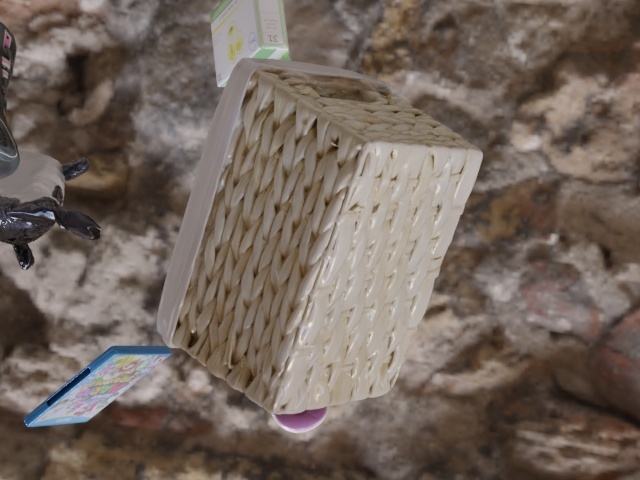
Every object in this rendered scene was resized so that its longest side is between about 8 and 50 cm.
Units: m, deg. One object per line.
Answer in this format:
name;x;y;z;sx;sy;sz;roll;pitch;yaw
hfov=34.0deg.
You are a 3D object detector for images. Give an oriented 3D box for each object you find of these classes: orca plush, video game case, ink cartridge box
orca plush;-0.294;-0.021;1.088;0.151;0.102;0.287;-21;-158;-32
video game case;-0.284;0.186;1.341;0.166;0.015;0.119;-38;160;18
ink cartridge box;-0.099;-0.254;1.545;0.056;0.235;0.171;-2;170;-27

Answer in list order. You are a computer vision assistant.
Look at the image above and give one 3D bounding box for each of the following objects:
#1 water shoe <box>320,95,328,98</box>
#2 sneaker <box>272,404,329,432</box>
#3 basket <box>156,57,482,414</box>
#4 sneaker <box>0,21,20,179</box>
water shoe;-0.068;-0.150;1.291;0.073;0.080;0.203;-5;-158;44
sneaker;-0.050;0.158;1.469;0.095;0.236;0.104;-12;163;-3
basket;0.000;0.000;0.563;0.113;0.167;0.103;-2;-152;-47
sneaker;-0.259;-0.132;0.789;0.077;0.178;0.072;-16;166;-40
